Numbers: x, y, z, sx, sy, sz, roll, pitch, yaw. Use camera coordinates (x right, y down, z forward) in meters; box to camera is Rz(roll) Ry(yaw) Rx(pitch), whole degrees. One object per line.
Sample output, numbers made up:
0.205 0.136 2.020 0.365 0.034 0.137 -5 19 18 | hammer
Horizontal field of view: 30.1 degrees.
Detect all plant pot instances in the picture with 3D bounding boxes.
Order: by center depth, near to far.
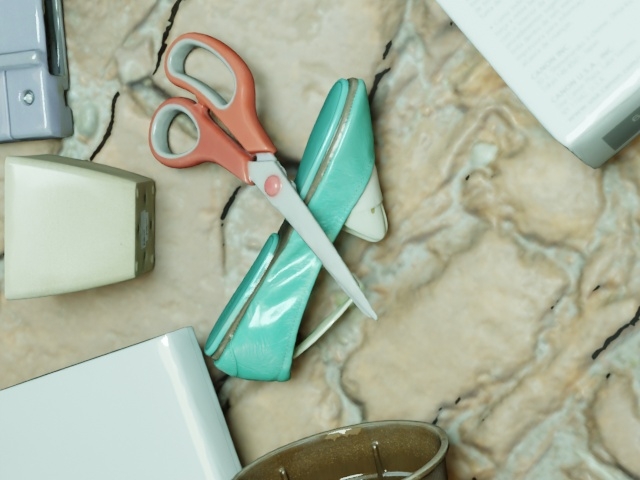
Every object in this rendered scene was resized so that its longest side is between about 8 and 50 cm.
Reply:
0.032 0.238 0.868 0.166 0.167 0.165 -13 99 17 | plant pot
-0.184 -0.012 0.936 0.096 0.109 0.109 2 95 3 | plant pot

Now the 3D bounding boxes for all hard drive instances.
-0.141 0.266 0.950 0.233 0.047 0.353 -20 90 30 | hard drive

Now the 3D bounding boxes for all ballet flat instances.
0.000 0.000 0.901 0.087 0.083 0.247 24 102 -11 | ballet flat

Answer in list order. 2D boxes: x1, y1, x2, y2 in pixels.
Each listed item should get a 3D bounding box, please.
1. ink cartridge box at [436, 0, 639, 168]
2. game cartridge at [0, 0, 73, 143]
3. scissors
0.183 -0.291 0.831 0.308 0.091 0.385 -42 66 16 | ink cartridge box
-0.330 -0.252 0.980 0.230 0.068 0.355 -4 93 12 | game cartridge
-0.038 -0.058 0.860 0.297 0.021 0.109 37 108 40 | scissors
